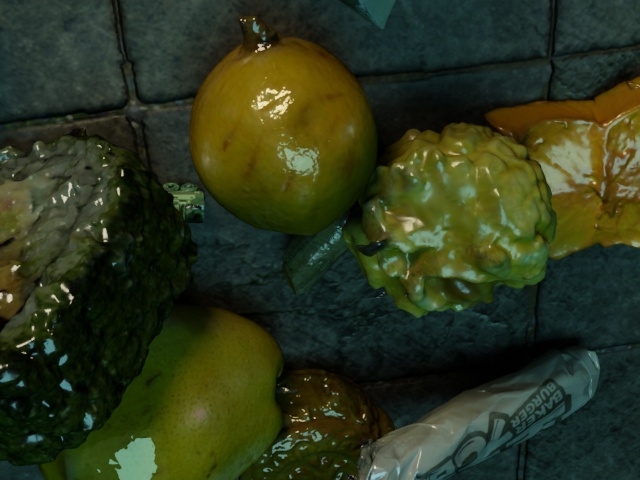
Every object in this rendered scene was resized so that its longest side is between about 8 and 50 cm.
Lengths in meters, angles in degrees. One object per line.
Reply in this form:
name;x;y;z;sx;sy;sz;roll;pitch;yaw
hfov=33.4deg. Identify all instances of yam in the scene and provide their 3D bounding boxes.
yam;0.000;0.000;1.353;0.069;0.070;0.146;33;116;-29

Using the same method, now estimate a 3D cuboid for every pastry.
pastry;-0.014;0.290;1.536;0.235;0.132;0.240;-4;133;-20

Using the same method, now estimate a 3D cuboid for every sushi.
sushi;-0.319;0.049;1.155;0.294;0.352;0.178;4;141;26

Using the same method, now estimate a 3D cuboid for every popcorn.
popcorn;0.147;-0.022;1.240;0.249;0.225;0.249;5;101;28

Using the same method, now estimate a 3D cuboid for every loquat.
loquat;-0.043;-0.133;1.163;0.213;0.213;0.246;-14;119;0

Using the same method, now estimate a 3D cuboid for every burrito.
burrito;0.200;0.266;1.486;0.445;0.101;0.139;-21;163;-24

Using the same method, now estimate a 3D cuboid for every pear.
pear;-0.202;0.207;1.348;0.336;0.285;0.285;-30;127;-6

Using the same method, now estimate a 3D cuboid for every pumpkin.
pumpkin;0.358;-0.067;1.340;0.258;0.095;0.290;-12;120;13

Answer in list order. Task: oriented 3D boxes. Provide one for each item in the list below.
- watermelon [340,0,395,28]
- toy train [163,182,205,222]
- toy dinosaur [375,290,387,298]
watermelon;0.041;-0.400;0.984;0.258;0.228;0.387;-19;119;-6
toy train;-0.180;-0.046;1.293;0.083;0.053;0.033;-1;127;-11
toy dinosaur;0.149;0.003;1.403;0.108;0.032;0.220;37;110;-28
